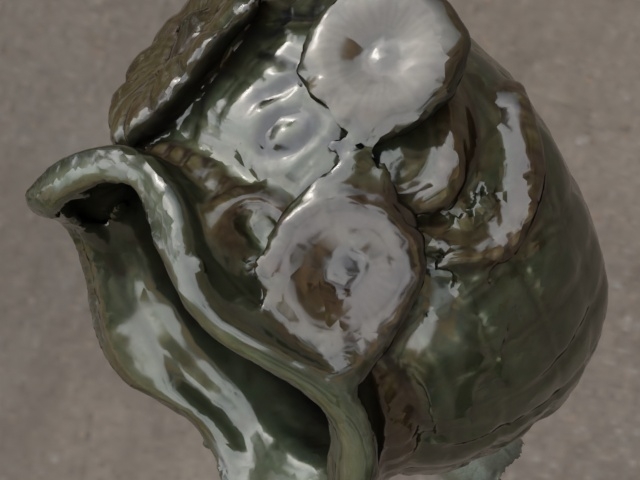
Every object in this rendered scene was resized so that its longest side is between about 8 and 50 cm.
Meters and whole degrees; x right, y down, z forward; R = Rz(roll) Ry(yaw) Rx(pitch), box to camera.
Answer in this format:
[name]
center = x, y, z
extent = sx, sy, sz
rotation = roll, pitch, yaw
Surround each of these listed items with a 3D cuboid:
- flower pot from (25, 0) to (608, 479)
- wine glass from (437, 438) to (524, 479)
[flower pot]
center = 0.000, 0.000, 1.004
extent = 0.213, 0.302, 0.302
rotation = -39, 41, -19
[wine glass]
center = 0.039, 0.087, 1.206
extent = 0.066, 0.198, 0.066
rotation = -49, 7, 8
